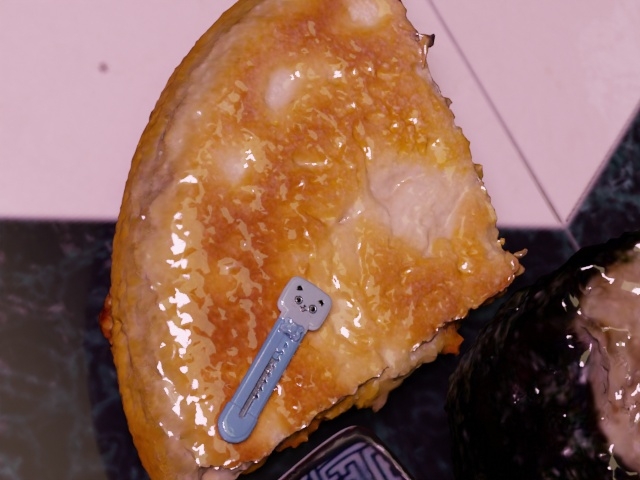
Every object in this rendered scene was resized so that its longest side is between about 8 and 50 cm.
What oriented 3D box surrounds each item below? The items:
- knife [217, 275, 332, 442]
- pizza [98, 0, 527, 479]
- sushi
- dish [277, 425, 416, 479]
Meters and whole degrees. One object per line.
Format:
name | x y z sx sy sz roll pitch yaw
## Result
knife | -0.024 0.062 0.958 0.027 0.010 0.096 34 68 -9
pizza | 0.000 0.000 1.032 0.226 0.086 0.336 20 70 -16
sushi | 0.241 0.106 1.006 0.350 0.171 0.211 15 69 -24
dish | 0.026 0.242 0.961 0.182 0.080 0.243 -39 85 -25
